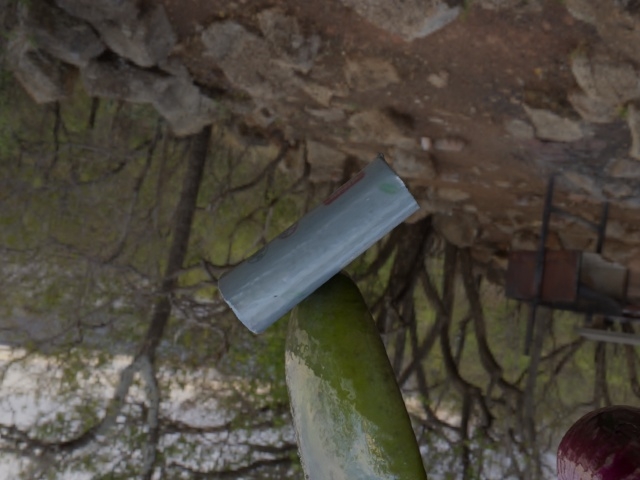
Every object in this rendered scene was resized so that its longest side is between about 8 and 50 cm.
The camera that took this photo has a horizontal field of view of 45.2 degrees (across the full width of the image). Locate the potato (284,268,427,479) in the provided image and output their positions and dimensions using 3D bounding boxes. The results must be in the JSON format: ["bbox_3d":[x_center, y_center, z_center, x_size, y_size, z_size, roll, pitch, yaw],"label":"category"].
[{"bbox_3d":[0.009,0.168,0.937,0.112,0.255,0.269,-13,177,-16],"label":"potato"}]

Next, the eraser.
[{"bbox_3d":[0.000,0.000,0.878,0.081,0.227,0.174,51,-176,-1],"label":"eraser"}]

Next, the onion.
[{"bbox_3d":[0.464,0.365,1.114,0.272,0.230,0.256,-26,-166,-32],"label":"onion"}]
